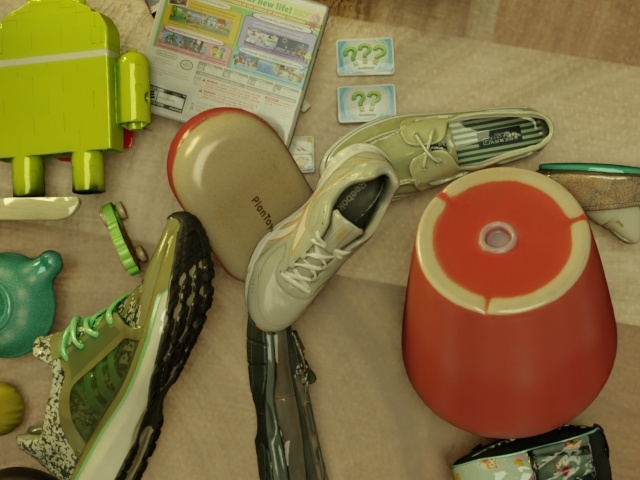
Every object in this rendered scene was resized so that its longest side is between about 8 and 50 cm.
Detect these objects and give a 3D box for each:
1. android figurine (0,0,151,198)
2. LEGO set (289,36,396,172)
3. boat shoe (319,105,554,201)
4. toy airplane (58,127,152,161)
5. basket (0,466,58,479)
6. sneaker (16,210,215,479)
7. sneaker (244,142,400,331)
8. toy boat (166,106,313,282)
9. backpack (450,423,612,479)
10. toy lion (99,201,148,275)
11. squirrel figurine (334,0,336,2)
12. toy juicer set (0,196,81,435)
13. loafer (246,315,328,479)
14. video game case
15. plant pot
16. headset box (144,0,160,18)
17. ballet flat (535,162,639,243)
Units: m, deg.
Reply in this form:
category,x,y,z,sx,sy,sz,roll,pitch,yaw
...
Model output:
category,x,y,z,sx,sy,sz,roll,pitch,yaw
android figurine,-0.335,-0.191,1.751,0.248,0.056,0.273,-6,83,15
LEGO set,-0.023,-0.178,1.776,0.244,0.060,0.182,-1,82,1
boat shoe,0.146,-0.121,1.734,0.302,0.094,0.109,-15,88,-8
toy airplane,-0.292,-0.164,1.789,0.151,0.028,0.151,0,88,1
basket,-0.364,0.374,1.654,0.154,0.227,0.204,-44,88,-2
sneaker,-0.264,0.138,1.666,0.182,0.158,0.410,25,106,8
sneaker,0.000,0.000,1.638,0.099,0.121,0.262,33,94,-15
toy boat,-0.109,-0.067,1.729,0.151,0.151,0.231,-40,127,-11
backpack,0.257,0.303,1.686,0.188,0.166,0.144,-6,80,4
toy lion,-0.252,-0.002,1.744,0.034,0.096,0.100,-25,86,-1
squirrel figurine,0.054,-0.500,1.696,0.370,0.281,0.397,13,84,8
toy juicer set,-0.433,0.068,1.752,0.209,0.089,0.329,21,95,15
loafer,-0.041,0.196,1.743,0.084,0.096,0.268,-5,93,-19
video game case,-0.115,-0.232,1.749,0.212,0.023,0.193,17,95,6
plant pot,0.216,0.059,1.617,0.275,0.243,0.275,-5,58,7
headset box,-0.206,-0.334,1.798,0.062,0.032,0.083,-26,85,-2
ballet flat,0.427,-0.048,1.742,0.316,0.107,0.106,-1,93,2
